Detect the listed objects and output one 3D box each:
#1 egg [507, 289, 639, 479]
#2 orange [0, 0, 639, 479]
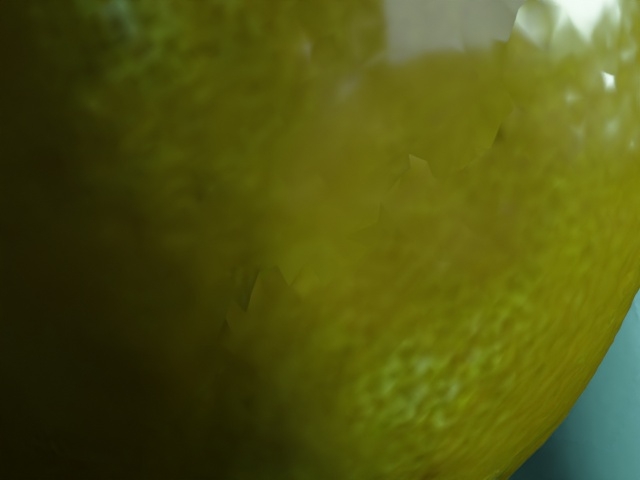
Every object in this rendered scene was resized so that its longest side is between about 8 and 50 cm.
[{"bbox_3d":[0.132,0.048,0.827,0.176,0.176,0.231,37,43,-46],"label":"egg"},{"bbox_3d":[-0.041,-0.050,0.462,0.312,0.312,0.312,37,43,-46],"label":"orange"}]
